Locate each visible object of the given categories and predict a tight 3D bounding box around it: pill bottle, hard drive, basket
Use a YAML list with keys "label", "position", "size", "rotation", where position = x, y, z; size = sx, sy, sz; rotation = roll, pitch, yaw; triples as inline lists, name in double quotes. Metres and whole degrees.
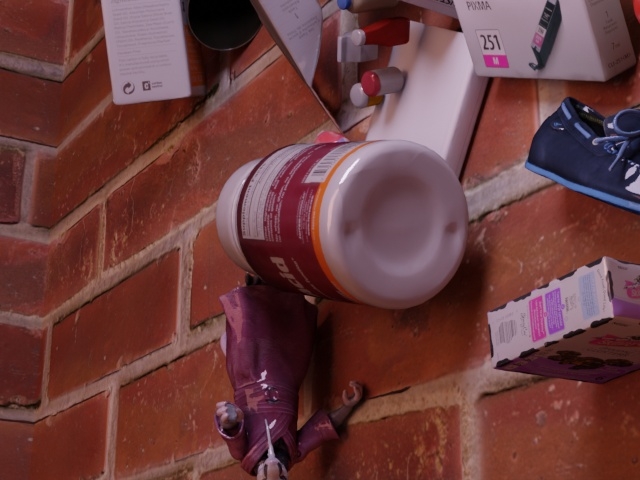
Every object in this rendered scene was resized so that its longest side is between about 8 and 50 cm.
- label: "pill bottle"
  position: [0.013, -0.028, 1.764]
  size: [0.392, 0.224, 0.224]
  rotation: [5, 84, 61]
- label: "hard drive"
  position: [0.140, -0.144, 1.856]
  size: [0.233, 0.047, 0.353]
  rotation: [32, 109, 60]
- label: "basket"
  position: [-0.197, -0.533, 2.486]
  size: [0.204, 0.154, 0.227]
  rotation: [100, 166, -50]

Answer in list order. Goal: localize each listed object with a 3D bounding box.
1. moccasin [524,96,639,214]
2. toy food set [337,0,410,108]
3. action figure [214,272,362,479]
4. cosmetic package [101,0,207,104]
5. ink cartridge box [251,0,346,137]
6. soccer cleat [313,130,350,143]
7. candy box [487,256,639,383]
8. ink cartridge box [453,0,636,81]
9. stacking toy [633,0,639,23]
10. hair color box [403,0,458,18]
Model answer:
- label: "moccasin"
  position: [0.340, -0.098, 1.398]
  size: [0.342, 0.137, 0.117]
  rotation: [33, 104, 58]
- label: "toy food set"
  position: [0.058, -0.301, 1.838]
  size: [0.111, 0.104, 0.232]
  rotation: [27, 124, 46]
- label: "action figure"
  position: [-0.098, 0.250, 1.933]
  size: [0.275, 0.248, 0.370]
  rotation: [-39, 45, 50]
- label: "cosmetic package"
  position: [-0.347, -0.509, 2.510]
  size: [0.230, 0.161, 0.453]
  rotation: [-69, -27, -81]
- label: "ink cartridge box"
  position: [-0.055, -0.389, 2.064]
  size: [0.091, 0.385, 0.308]
  rotation: [-33, 39, 2]
- label: "soccer cleat"
  position: [-0.017, -0.068, 2.071]
  size: [0.248, 0.083, 0.095]
  rotation: [-61, 29, 22]
- label: "candy box"
  position: [0.308, 0.092, 1.354]
  size: [0.196, 0.164, 0.070]
  rotation: [-34, 52, 52]
- label: "ink cartridge box"
  position: [0.261, -0.325, 1.569]
  size: [0.275, 0.060, 0.239]
  rotation: [17, 132, 61]
- label: "stacking toy"
  position: [0.440, -0.337, 1.234]
  size: [0.330, 0.141, 0.141]
  rotation: [-50, 38, 21]
- label: "hair color box"
  position: [0.206, -0.504, 1.723]
  size: [0.113, 0.185, 0.375]
  rotation: [43, 118, 56]
